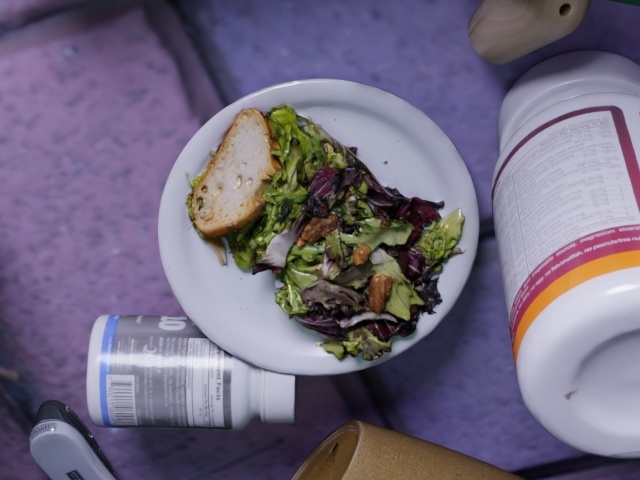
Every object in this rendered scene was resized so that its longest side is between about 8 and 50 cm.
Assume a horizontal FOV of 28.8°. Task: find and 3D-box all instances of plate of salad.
[{"bbox_3d":[0.000,0.000,0.764,0.200,0.048,0.200,-1,112,-3],"label":"plate of salad"}]

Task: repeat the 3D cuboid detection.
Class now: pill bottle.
[{"bbox_3d":[-0.084,0.090,0.846,0.137,0.078,0.078,1,129,0],"label":"pill bottle"},{"bbox_3d":[0.155,-0.003,0.669,0.121,0.221,0.121,1,129,1],"label":"pill bottle"}]

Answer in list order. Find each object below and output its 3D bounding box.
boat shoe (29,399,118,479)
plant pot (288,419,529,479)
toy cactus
[{"bbox_3d":[-0.177,0.177,0.945,0.049,0.040,0.142,-17,128,4],"label":"boat shoe"},{"bbox_3d":[0.091,0.249,0.899,0.254,0.237,0.237,39,122,-9],"label":"plant pot"},{"bbox_3d":[0.132,-0.153,0.630,0.219,0.112,0.180,-3,162,-30],"label":"toy cactus"}]
